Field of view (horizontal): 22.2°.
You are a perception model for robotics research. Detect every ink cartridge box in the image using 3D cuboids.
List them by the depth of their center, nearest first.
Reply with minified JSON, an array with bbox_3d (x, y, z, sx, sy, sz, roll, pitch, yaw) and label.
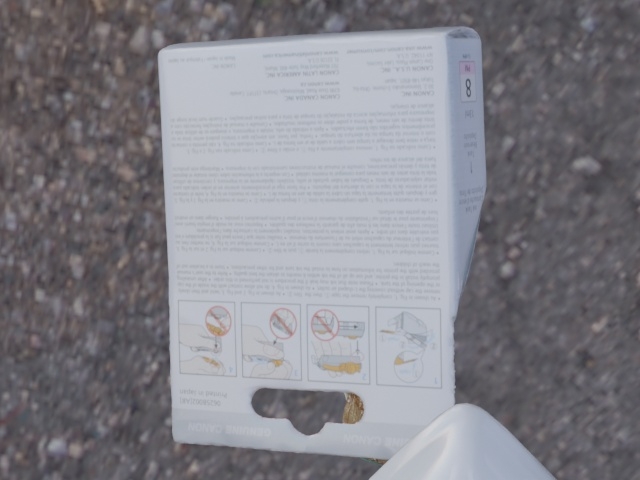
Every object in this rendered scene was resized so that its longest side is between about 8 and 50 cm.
[{"bbox_3d":[0.000,0.000,0.924,0.066,0.189,0.232,-18,106,-60],"label":"ink cartridge box"}]

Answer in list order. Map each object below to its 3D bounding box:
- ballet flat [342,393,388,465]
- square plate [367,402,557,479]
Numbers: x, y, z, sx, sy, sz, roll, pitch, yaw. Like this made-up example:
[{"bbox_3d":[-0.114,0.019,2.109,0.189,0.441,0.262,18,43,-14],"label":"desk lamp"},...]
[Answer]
[{"bbox_3d":[0.046,0.044,1.034,0.073,0.067,0.206,34,57,-44],"label":"ballet flat"},{"bbox_3d":[0.055,0.302,0.669,0.347,0.049,0.344,-44,92,11],"label":"square plate"}]
